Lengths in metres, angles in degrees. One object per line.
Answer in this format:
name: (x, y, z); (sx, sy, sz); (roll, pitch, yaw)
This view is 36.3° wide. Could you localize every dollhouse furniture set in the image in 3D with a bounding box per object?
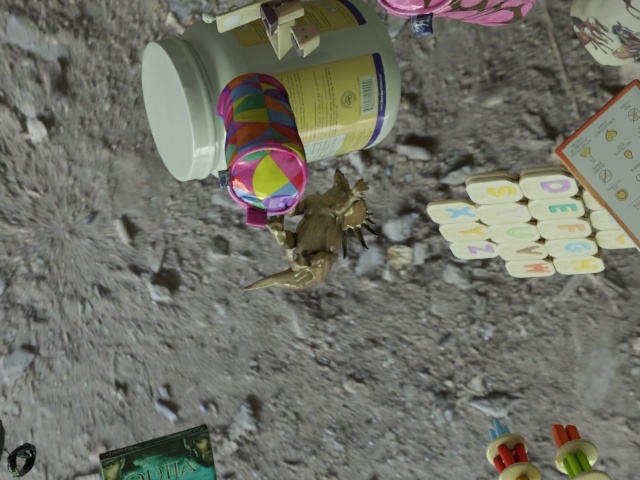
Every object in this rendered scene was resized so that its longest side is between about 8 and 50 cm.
dollhouse furniture set: (-0.055, -0.173, 0.861); (0.081, 0.114, 0.091); (-23, 75, -8)

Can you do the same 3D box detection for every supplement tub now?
supplement tub: (-0.075, -0.224, 1.453); (0.331, 0.241, 0.241); (-16, 95, -24)

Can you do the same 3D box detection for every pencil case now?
pencil case: (0.524, -0.421, 1.466); (0.159, 0.410, 0.184); (12, 76, -7)
pencil case: (0.116, -0.216, 0.795); (0.098, 0.209, 0.095); (8, 105, 26)
pencil case: (-0.074, -0.118, 1.176); (0.104, 0.236, 0.105); (-3, 122, -5)

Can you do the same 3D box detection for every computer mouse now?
computer mouse: (-0.480, 0.309, 1.447); (0.041, 0.242, 0.071); (1, 68, 6)

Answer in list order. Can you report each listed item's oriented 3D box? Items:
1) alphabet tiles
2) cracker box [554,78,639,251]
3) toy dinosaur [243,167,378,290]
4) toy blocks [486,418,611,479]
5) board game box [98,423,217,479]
alphabet tiles: (0.298, -0.018, 1.332); (0.277, 0.284, 0.021); (-5, 61, 23)
cracker box: (0.253, 0.020, 0.580); (0.067, 0.155, 0.232); (-42, 70, 19)
toy dinosaur: (0.000, 0.000, 1.640); (0.127, 0.200, 0.296); (26, 73, 22)
toy blocks: (0.263, 0.256, 1.160); (0.123, 0.148, 0.054); (-24, 122, 6)
board game box: (-0.269, 0.391, 1.636); (0.186, 0.026, 0.126); (-13, 110, -19)
